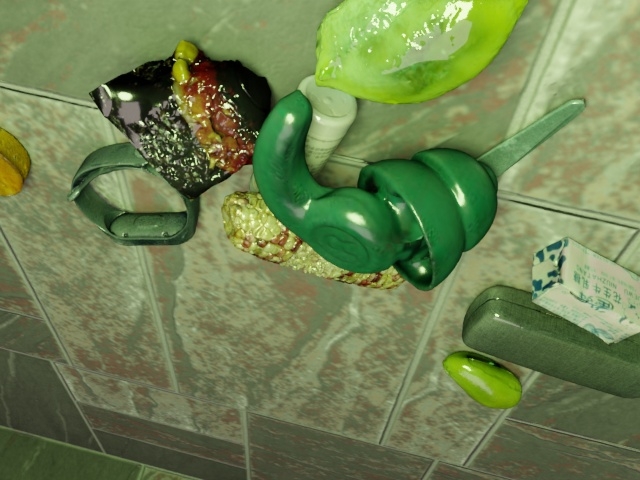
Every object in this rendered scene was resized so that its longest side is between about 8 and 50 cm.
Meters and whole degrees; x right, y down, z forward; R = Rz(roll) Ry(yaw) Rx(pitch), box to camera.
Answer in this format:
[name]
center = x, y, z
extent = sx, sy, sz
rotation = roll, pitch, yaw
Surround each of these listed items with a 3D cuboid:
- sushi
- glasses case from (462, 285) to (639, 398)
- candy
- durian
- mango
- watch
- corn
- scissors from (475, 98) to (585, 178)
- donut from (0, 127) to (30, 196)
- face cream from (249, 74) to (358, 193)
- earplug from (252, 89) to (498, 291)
[sushi]
center = -0.141, -0.154, 0.827
extent = 0.150, 0.153, 0.172
rotation = -24, 108, 20
[glasses case]
center = 0.396, 0.167, 1.097
extent = 0.323, 0.074, 0.131
rotation = 18, 144, -2
[candy]
center = 0.382, 0.074, 0.965
extent = 0.160, 0.092, 0.073
rotation = 27, 145, -11
[durian]
center = 0.104, -0.212, 0.681
extent = 0.250, 0.101, 0.139
rotation = -13, 134, 29
[mango]
center = 0.300, 0.263, 1.265
extent = 0.165, 0.074, 0.091
rotation = 25, 146, -11
[watch]
center = -0.292, -0.070, 1.065
extent = 0.206, 0.068, 0.193
rotation = 2, 139, 14
[corn]
center = 0.000, 0.000, 0.911
extent = 0.289, 0.098, 0.098
rotation = 15, 149, -28
[scissors]
center = 0.174, -0.063, 0.915
extent = 0.192, 0.029, 0.447
rotation = 30, 143, -18
[donut]
center = -0.534, -0.135, 1.077
extent = 0.151, 0.058, 0.152
rotation = 11, 145, 8
[face cream]
center = -0.039, -0.104, 0.902
extent = 0.081, 0.082, 0.269
rotation = 24, 145, -11
[earplug]
center = 0.075, -0.058, 0.804
extent = 0.280, 0.258, 0.164
rotation = -20, 180, -16
